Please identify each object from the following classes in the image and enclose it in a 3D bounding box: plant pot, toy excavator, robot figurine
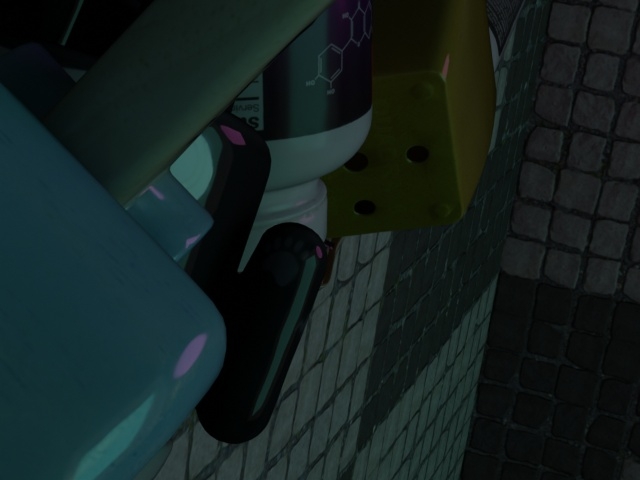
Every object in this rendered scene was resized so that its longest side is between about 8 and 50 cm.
[{"bbox_3d":[0.025,-0.118,1.044,0.187,0.212,0.212,-88,169,-47],"label":"plant pot"},{"bbox_3d":[-0.088,-0.012,0.455,0.445,0.222,0.433,-39,-174,29],"label":"toy excavator"},{"bbox_3d":[-0.126,0.005,0.685,0.174,0.209,0.278,22,84,-37],"label":"robot figurine"}]

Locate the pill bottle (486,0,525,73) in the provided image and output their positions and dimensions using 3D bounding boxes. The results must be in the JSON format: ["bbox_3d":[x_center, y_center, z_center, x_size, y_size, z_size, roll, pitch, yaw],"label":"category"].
[{"bbox_3d":[0.134,-0.249,1.529,0.162,0.162,0.278,86,24,-48],"label":"pill bottle"}]

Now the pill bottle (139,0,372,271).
[{"bbox_3d":[-0.058,-0.153,0.824,0.181,0.182,0.322,-46,139,-61],"label":"pill bottle"}]

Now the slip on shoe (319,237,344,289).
[{"bbox_3d":[0.000,0.000,1.507,0.041,0.051,0.135,-33,-145,50],"label":"slip on shoe"}]
